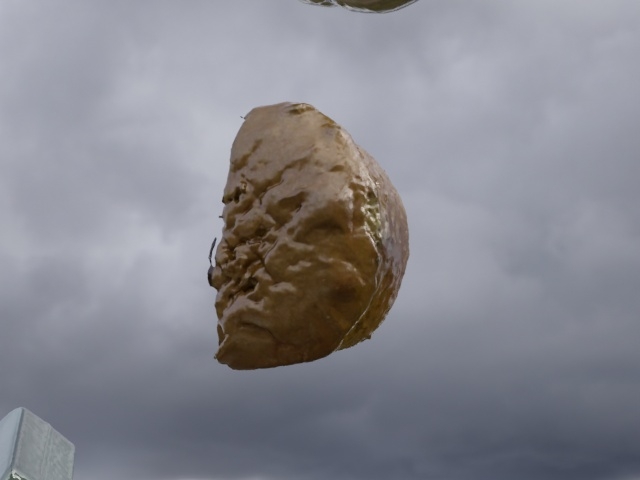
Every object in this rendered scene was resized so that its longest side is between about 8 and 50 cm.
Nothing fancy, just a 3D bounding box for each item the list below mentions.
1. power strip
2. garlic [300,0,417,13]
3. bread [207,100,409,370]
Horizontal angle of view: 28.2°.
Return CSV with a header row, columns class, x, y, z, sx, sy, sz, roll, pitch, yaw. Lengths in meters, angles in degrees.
class,x,y,z,sx,sy,sz,roll,pitch,yaw
power strip,-0.315,0.310,1.174,0.141,0.261,0.229,42,-81,-18
garlic,0.063,-0.321,1.191,0.281,0.184,0.203,-26,-34,27
bread,0.000,0.000,1.076,0.140,0.229,0.143,3,-5,25
